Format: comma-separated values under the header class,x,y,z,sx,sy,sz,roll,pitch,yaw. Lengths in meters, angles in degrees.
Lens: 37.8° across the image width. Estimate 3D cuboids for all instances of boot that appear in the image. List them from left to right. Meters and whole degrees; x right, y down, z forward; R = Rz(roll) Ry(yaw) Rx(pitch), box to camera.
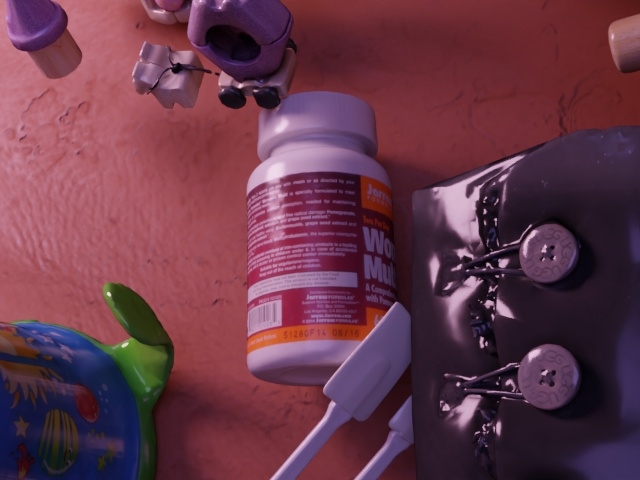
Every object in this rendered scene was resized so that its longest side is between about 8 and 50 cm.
class,x,y,z,sx,sy,sz,roll,pitch,yaw
boot,0.217,0.141,0.544,0.366,0.146,0.445,-7,61,29

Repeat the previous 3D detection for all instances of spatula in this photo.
class,x,y,z,sx,sy,sz,roll,pitch,yaw
spatula,0.034,0.186,0.695,0.242,0.168,0.019,-50,30,-5

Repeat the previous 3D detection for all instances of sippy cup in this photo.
class,x,y,z,sx,sy,sz,roll,pitch,yaw
sippy cup,-0.269,0.155,0.704,0.240,0.224,0.306,16,76,15

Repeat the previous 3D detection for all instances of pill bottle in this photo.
class,x,y,z,sx,sy,sz,roll,pitch,yaw
pill bottle,0.000,0.000,0.756,0.121,0.121,0.221,-4,72,9

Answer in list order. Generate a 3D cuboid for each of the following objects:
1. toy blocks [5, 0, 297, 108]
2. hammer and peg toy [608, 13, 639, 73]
class,x,y,z,sx,sy,sz,roll,pitch,yaw
toy blocks,-0.152,-0.307,0.761,0.288,0.260,0.309,2,57,18
hammer and peg toy,0.267,-0.224,0.657,0.127,0.361,0.266,-12,68,28
